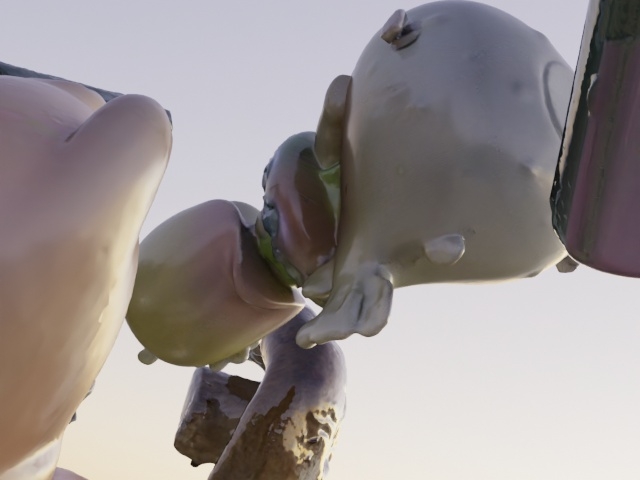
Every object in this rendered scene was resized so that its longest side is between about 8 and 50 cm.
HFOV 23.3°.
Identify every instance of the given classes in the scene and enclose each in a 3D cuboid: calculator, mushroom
[{"bbox_3d":[0.172,-0.075,0.641,0.141,0.045,0.246,-9,-41,-11],"label":"calculator"},{"bbox_3d":[-0.038,0.138,1.441,0.156,0.286,0.151,19,-53,-8],"label":"mushroom"}]

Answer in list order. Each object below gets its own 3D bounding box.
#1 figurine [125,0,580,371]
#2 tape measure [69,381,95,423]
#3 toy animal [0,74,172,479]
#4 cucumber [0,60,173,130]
[{"bbox_3d":[0.000,0.000,1.073,0.394,0.274,0.227,-24,-67,28],"label":"figurine"},{"bbox_3d":[-0.283,0.059,1.147,0.130,0.265,0.258,7,-28,-38],"label":"tape measure"},{"bbox_3d":[-0.143,0.124,0.567,0.247,0.345,0.277,41,-9,-3],"label":"toy animal"},{"bbox_3d":[-0.141,-0.033,0.722,0.115,0.116,0.062,10,32,-53],"label":"cucumber"}]
